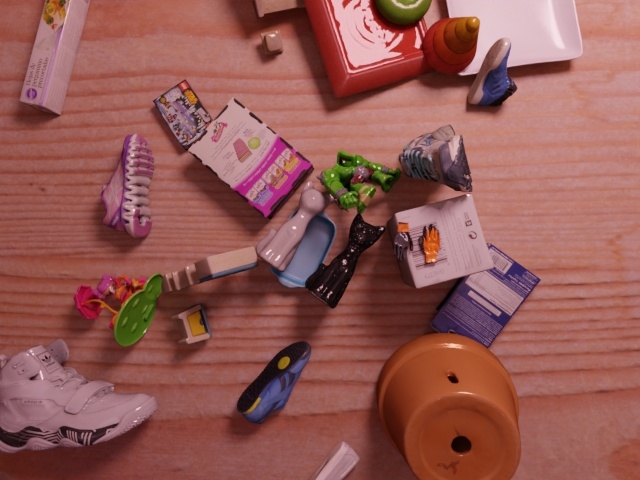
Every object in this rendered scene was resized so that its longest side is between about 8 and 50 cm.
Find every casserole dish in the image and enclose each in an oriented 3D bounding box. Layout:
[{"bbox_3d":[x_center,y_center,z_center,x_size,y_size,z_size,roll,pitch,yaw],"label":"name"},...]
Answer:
[{"bbox_3d":[-0.038,0.016,0.959,0.114,0.037,0.188,24,90,3],"label":"casserole dish"}]

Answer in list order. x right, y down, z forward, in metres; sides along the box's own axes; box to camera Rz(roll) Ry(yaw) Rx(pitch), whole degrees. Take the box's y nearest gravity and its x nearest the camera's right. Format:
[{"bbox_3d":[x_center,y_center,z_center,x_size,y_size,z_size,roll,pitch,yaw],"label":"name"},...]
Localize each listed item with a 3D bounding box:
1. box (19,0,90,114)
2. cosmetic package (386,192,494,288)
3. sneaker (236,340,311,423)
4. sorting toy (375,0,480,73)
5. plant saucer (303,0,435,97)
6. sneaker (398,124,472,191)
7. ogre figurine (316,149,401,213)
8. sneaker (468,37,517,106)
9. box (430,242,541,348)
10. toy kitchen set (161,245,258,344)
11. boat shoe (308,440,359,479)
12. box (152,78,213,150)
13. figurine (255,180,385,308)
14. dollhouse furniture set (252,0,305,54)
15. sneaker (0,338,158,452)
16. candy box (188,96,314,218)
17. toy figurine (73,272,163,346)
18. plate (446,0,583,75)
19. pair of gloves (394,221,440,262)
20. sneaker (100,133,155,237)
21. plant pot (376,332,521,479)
[{"bbox_3d":[-0.614,-0.463,0.990,0.063,0.067,0.323,13,89,4],"label":"box"},{"bbox_3d":[0.235,0.005,0.873,0.152,0.184,0.151,-16,87,3],"label":"cosmetic package"},{"bbox_3d":[-0.088,0.317,0.944,0.209,0.069,0.082,-46,119,-8],"label":"sneaker"},{"bbox_3d":[0.201,-0.506,0.853,0.365,0.126,0.127,44,88,-7],"label":"sorting toy"},{"bbox_3d":[0.117,-0.475,0.929,0.259,0.048,0.258,-19,93,-8],"label":"plant saucer"},{"bbox_3d":[0.224,-0.151,0.849,0.122,0.283,0.110,-14,108,13],"label":"sneaker"},{"bbox_3d":[0.080,-0.134,0.914,0.118,0.096,0.197,36,66,24],"label":"ogre figurine"},{"bbox_3d":[0.388,-0.354,0.907,0.085,0.152,0.058,8,50,-6],"label":"sneaker"},{"bbox_3d":[0.357,0.135,0.935,0.136,0.036,0.225,37,90,4],"label":"box"},{"bbox_3d":[-0.226,0.124,0.914,0.207,0.122,0.165,-19,87,41],"label":"toy kitchen set"},{"bbox_3d":[0.015,0.531,0.928,0.063,0.066,0.184,39,80,4],"label":"boat shoe"},{"bbox_3d":[-0.313,-0.292,0.988,0.094,0.027,0.137,-34,86,0],"label":"box"},{"bbox_3d":[0.000,0.000,0.905,0.215,0.092,0.209,35,82,4],"label":"figurine"},{"bbox_3d":[-0.033,-0.650,0.985,0.304,0.174,0.355,-16,117,-10],"label":"dollhouse furniture set"},{"bbox_3d":[-0.546,0.324,0.919,0.366,0.137,0.210,-10,90,6],"label":"sneaker"},{"bbox_3d":[-0.153,-0.181,0.954,0.233,0.071,0.159,41,90,3],"label":"candy box"},{"bbox_3d":[-0.464,0.127,0.948,0.159,0.130,0.173,18,67,12],"label":"toy figurine"},{"bbox_3d":[0.421,-0.517,0.954,0.278,0.045,0.277,-8,88,3],"label":"plate"},{"bbox_3d":[0.177,0.004,0.778,0.084,0.010,0.074,4,88,5],"label":"pair of gloves"},{"bbox_3d":[-0.444,-0.125,0.960,0.105,0.095,0.236,3,89,10],"label":"sneaker"},{"bbox_3d":[0.258,0.350,0.832,0.291,0.203,0.290,0,94,6],"label":"plant pot"}]
